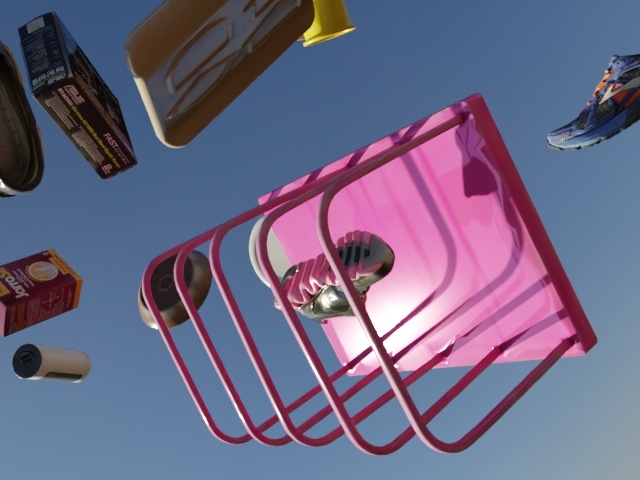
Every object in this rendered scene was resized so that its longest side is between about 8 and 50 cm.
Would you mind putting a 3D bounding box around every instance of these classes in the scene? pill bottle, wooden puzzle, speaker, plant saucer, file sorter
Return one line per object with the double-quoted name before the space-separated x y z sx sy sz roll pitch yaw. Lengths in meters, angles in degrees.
"pill bottle" 0.000 0.000 1.454 0.264 0.153 0.153 -17 -44 -56
"wooden puzzle" -0.126 -0.293 1.024 0.322 0.080 0.348 -46 -4 -9
"speaker" -0.426 0.196 1.232 0.055 0.055 0.136 -51 -20 0
"plant saucer" -0.331 0.099 1.708 0.198 0.198 0.036 -49 -42 -4
"file sorter" 0.014 0.049 0.615 0.182 0.202 0.290 -30 7 -36

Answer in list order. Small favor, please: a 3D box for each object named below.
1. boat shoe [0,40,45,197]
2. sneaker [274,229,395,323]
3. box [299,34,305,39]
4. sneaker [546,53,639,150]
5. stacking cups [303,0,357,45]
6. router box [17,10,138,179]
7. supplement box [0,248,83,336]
"boat shoe" -0.391 -0.193 0.870 0.114 0.091 0.302 -39 -58 -36
"sneaker" 0.019 0.033 0.562 0.119 0.057 0.047 -27 32 49
"box" -0.132 -0.414 1.410 0.114 0.203 0.103 -25 -61 -48
"sneaker" 0.381 -0.188 0.981 0.221 0.087 0.083 -35 -8 18
"stacking cups" -0.030 -0.484 1.255 0.096 0.096 0.316 -26 -77 -36
"router box" -0.213 -0.125 0.685 0.038 0.092 0.122 -26 -35 0
"supplement box" -0.283 0.049 0.750 0.083 0.055 0.043 -25 -34 -46
